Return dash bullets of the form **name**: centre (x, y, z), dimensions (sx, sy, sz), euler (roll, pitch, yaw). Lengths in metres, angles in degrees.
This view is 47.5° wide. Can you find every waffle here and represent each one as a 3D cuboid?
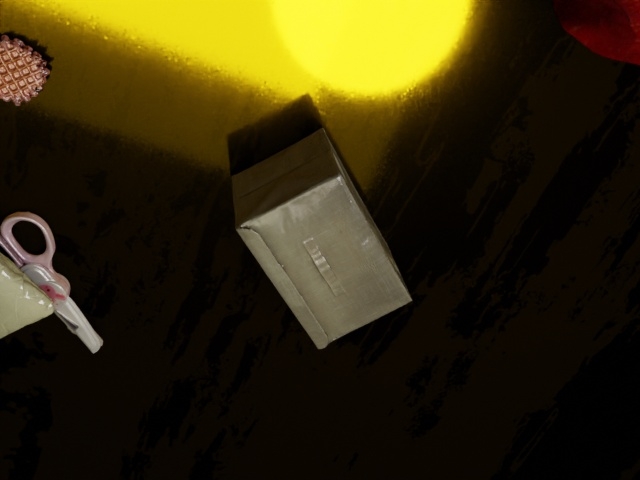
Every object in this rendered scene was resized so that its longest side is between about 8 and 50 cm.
- **waffle**: centre (-0.371, -0.205, 0.872), dimensions (0.083, 0.029, 0.075), euler (24, 111, -19)

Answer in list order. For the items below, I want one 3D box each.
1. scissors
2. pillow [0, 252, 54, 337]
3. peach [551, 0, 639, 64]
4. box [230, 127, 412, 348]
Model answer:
- **scissors**: centre (-0.386, 0.069, 1.035), dimensions (0.118, 0.030, 0.242), euler (-26, 118, 9)
- **pillow**: centre (-0.543, 0.048, 0.965), dimensions (0.274, 0.076, 0.281), euler (-23, 126, 20)
- **peach**: centre (0.402, -0.350, 0.730), dimensions (0.388, 0.388, 0.388), euler (-4, 122, -7)
- **box**: centre (0.000, 0.000, 0.988), dimensions (0.149, 0.155, 0.231), euler (-28, 121, 7)
